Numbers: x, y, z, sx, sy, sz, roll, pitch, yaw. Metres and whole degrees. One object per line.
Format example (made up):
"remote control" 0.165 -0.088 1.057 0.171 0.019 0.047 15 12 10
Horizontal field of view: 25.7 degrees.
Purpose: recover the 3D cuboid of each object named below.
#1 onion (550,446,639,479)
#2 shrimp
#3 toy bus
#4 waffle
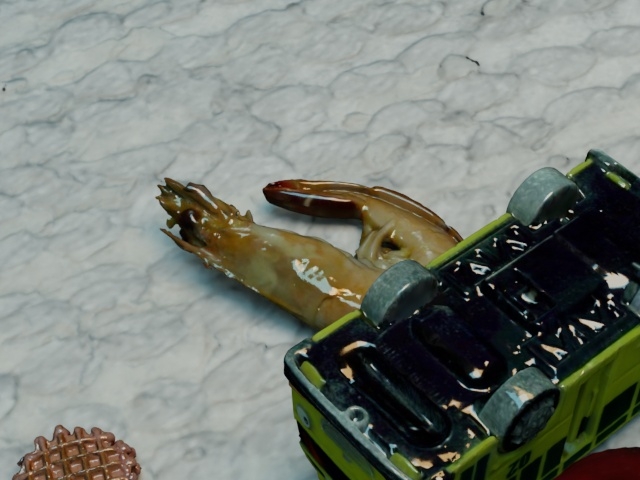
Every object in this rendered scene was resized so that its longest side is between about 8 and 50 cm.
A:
"onion" 0.196 0.218 0.695 0.207 0.216 0.206 0 35 -10
"shrimp" 0.000 -0.002 0.961 0.236 0.053 0.133 19 58 13
"toy bus" 0.111 0.075 0.836 0.262 0.150 0.128 -31 56 -26
"waffle" -0.151 0.150 0.867 0.083 0.029 0.075 14 54 16
